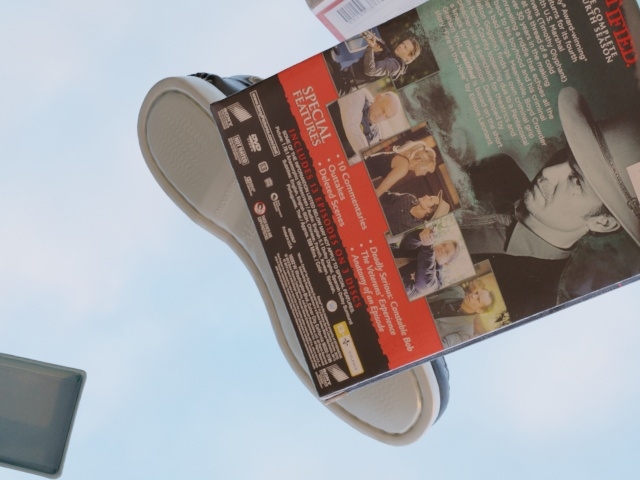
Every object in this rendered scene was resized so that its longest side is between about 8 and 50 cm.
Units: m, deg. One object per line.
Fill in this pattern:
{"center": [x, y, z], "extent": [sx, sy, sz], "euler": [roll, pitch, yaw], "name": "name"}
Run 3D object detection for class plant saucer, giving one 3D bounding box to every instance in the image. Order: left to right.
{"center": [-0.237, 0.092, 1.141], "extent": [0.192, 0.018, 0.067], "euler": [12, -102, 9], "name": "plant saucer"}

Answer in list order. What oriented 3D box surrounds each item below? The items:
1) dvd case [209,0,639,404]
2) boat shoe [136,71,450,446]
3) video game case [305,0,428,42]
{"center": [0.036, -0.018, 0.484], "extent": [0.119, 0.013, 0.087], "euler": [-24, -96, 26], "name": "dvd case"}
{"center": [0.000, 0.000, 1.256], "extent": [0.302, 0.091, 0.114], "euler": [55, -49, 17], "name": "boat shoe"}
{"center": [0.139, -0.172, 1.513], "extent": [0.204, 0.285, 0.025], "euler": [-33, -130, 12], "name": "video game case"}
